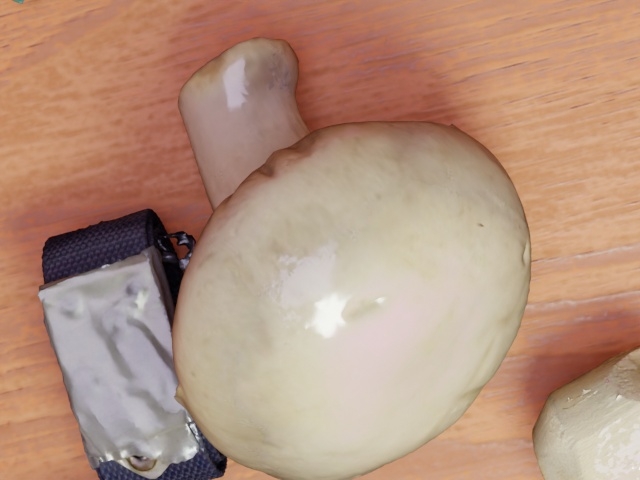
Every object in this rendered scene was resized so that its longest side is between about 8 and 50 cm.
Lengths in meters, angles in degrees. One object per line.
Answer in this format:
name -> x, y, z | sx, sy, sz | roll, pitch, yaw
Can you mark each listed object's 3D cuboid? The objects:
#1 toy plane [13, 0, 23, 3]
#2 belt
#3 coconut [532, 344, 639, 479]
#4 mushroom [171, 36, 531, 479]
toy plane -> -0.165, -0.263, 1.541 | 0.235, 0.060, 0.096 | -31, 83, 4
belt -> -0.143, 0.093, 1.528 | 0.126, 0.139, 0.230 | -15, 91, 8
coconut -> 0.264, 0.167, 1.487 | 0.162, 0.161, 0.161 | -25, 92, 16
mushroom -> 0.030, 0.013, 1.434 | 0.315, 0.315, 0.356 | 6, 80, 5
